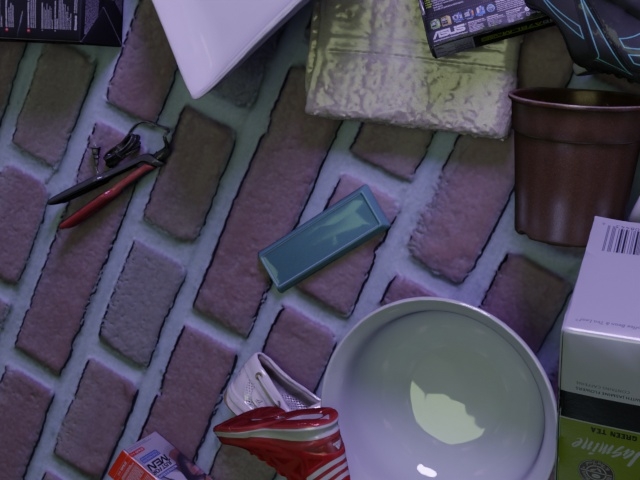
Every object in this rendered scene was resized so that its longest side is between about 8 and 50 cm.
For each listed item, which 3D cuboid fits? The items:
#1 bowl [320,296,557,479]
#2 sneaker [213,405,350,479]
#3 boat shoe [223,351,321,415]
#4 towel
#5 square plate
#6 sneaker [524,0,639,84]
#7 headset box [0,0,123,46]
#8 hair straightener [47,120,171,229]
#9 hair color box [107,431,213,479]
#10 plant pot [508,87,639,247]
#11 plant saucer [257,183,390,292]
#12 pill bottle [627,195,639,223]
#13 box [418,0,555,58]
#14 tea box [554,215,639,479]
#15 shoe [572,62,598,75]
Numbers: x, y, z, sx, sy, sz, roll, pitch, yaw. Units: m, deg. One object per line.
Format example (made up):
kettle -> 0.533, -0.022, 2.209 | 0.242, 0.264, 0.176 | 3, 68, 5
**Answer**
bowl -> 0.159, 0.208, 1.239 | 0.298, 0.134, 0.298 | 2, 97, 20
sneaker -> -0.050, 0.282, 1.244 | 0.221, 0.087, 0.128 | -11, 95, 52
boat shoe -> -0.004, 0.251, 1.328 | 0.277, 0.098, 0.096 | 33, 108, 16
towel -> 0.116, -0.233, 1.252 | 0.282, 0.049, 0.187 | 11, 101, 19
square plate -> -0.085, -0.400, 1.254 | 0.344, 0.049, 0.347 | -38, 58, 23
sneaker -> 0.341, -0.223, 1.085 | 0.267, 0.101, 0.106 | 45, 127, 0
headset box -> -0.432, -0.394, 1.413 | 0.293, 0.110, 0.218 | 6, 98, 21
hair straightener -> -0.309, -0.108, 1.432 | 0.230, 0.047, 0.089 | -32, 85, 21
hair color box -> -0.212, 0.357, 1.425 | 0.167, 0.093, 0.053 | 37, 108, 13
plant pot -> 0.295, -0.085, 1.144 | 0.167, 0.167, 0.165 | 8, 106, 20
plant saucer -> 0.000, 0.000, 1.340 | 0.192, 0.018, 0.067 | -32, 84, 22
pill bottle -> 0.465, -0.017, 1.101 | 0.215, 0.117, 0.117 | 29, 106, 16
box -> 0.203, -0.330, 1.170 | 0.191, 0.045, 0.184 | -15, 75, 11
tea box -> 0.426, 0.177, 1.027 | 0.329, 0.220, 0.323 | 8, 125, 20
shoe -> 0.372, -0.255, 1.143 | 0.178, 0.063, 0.081 | -18, 88, 17
